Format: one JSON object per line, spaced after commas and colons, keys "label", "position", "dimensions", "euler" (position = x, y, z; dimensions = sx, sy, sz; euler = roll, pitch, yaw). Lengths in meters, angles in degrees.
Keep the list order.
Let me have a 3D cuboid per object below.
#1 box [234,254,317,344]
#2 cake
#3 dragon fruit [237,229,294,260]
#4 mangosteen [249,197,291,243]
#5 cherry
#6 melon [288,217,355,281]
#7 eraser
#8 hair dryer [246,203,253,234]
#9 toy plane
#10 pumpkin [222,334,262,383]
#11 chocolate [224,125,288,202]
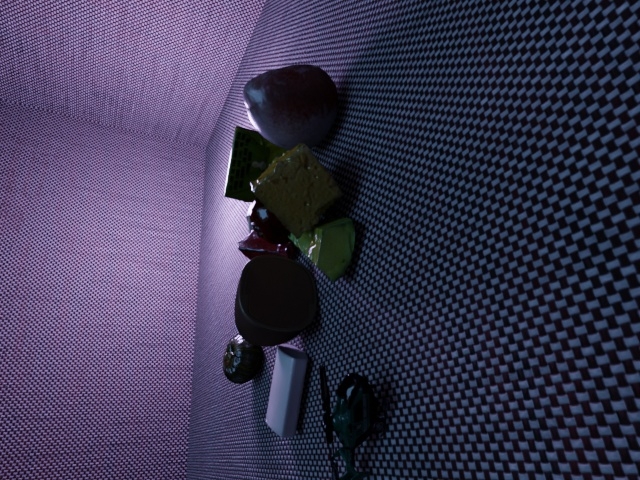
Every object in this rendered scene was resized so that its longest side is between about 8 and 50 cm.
{"label": "box", "position": [-0.173, 0.230, 1.449], "dimensions": [0.216, 0.301, 0.301], "euler": [121, 147, -47]}
{"label": "cake", "position": [-0.080, -0.175, 1.353], "dimensions": [0.222, 0.227, 0.286], "euler": [-40, 17, 2]}
{"label": "dragon fruit", "position": [-0.211, 0.032, 1.706], "dimensions": [0.261, 0.163, 0.189], "euler": [5, 114, 27]}
{"label": "mangosteen", "position": [-0.142, -0.105, 1.564], "dimensions": [0.215, 0.257, 0.215], "euler": [45, 157, 25]}
{"label": "cherry", "position": [-0.104, -0.479, 1.500], "dimensions": [0.326, 0.334, 0.291], "euler": [104, 149, -69]}
{"label": "melon", "position": [0.000, 0.000, 1.335], "dimensions": [0.323, 0.124, 0.196], "euler": [28, 102, 66]}
{"label": "eraser", "position": [-0.122, 0.521, 1.440], "dimensions": [0.174, 0.094, 0.270], "euler": [8, 90, 63]}
{"label": "hair dryer", "position": [-0.346, -0.095, 2.134], "dimensions": [0.267, 0.092, 0.229], "euler": [-150, 65, -77]}
{"label": "toy plane", "position": [0.073, 0.471, 1.016], "dimensions": [0.106, 0.155, 0.382], "euler": [-145, 50, -60]}
{"label": "pumpkin", "position": [-0.356, 0.529, 1.833], "dimensions": [0.223, 0.157, 0.224], "euler": [-33, 47, 43]}
{"label": "chocolate", "position": [-0.251, -0.306, 1.764], "dimensions": [0.137, 0.288, 0.301], "euler": [-149, 70, -74]}
